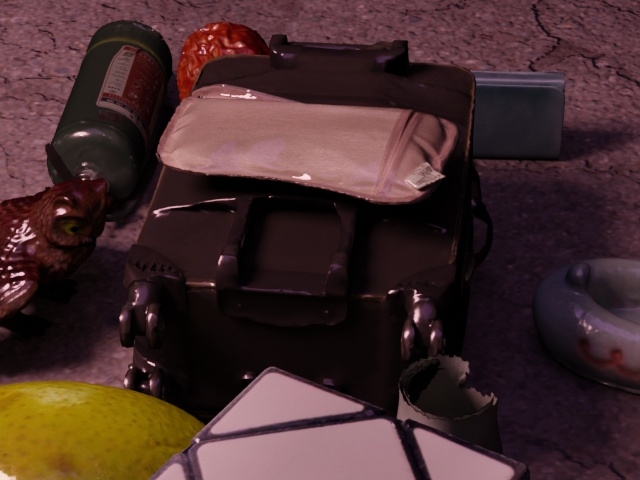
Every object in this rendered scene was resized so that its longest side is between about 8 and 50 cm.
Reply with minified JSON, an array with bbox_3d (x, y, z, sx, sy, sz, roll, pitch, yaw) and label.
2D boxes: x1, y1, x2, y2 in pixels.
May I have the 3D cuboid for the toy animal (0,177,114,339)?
[{"bbox_3d":[-0.250,-0.001,1.562,0.116,0.179,0.218,36,42,5],"label":"toy animal"}]

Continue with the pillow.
[{"bbox_3d":[-0.011,-0.075,1.446,0.232,0.038,0.131,7,38,13],"label":"pillow"}]

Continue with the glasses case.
[{"bbox_3d":[0.102,-0.119,1.814,0.266,0.105,0.056,1,61,3],"label":"glasses case"}]

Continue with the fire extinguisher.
[{"bbox_3d":[-0.204,-0.104,1.781,0.093,0.118,0.294,-28,28,23],"label":"fire extinguisher"}]

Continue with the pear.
[{"bbox_3d":[-0.191,0.154,1.277,0.239,0.139,0.288,21,16,27],"label":"pear"}]

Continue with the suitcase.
[{"bbox_3d":[0.000,0.000,1.538,0.283,0.194,0.434,3,35,6],"label":"suitcase"}]

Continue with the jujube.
[{"bbox_3d":[-0.082,-0.138,1.810,0.109,0.112,0.176,-37,37,12],"label":"jujube"}]

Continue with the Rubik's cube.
[{"bbox_3d":[-0.004,0.239,1.189,0.205,0.205,0.207,19,41,25],"label":"Rubik's cube"}]

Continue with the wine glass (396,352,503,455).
[{"bbox_3d":[0.085,0.174,1.288,0.079,0.195,0.079,0,35,0],"label":"wine glass"}]

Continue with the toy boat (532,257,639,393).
[{"bbox_3d":[0.280,0.064,1.553,0.207,0.079,0.134,12,39,14],"label":"toy boat"}]
